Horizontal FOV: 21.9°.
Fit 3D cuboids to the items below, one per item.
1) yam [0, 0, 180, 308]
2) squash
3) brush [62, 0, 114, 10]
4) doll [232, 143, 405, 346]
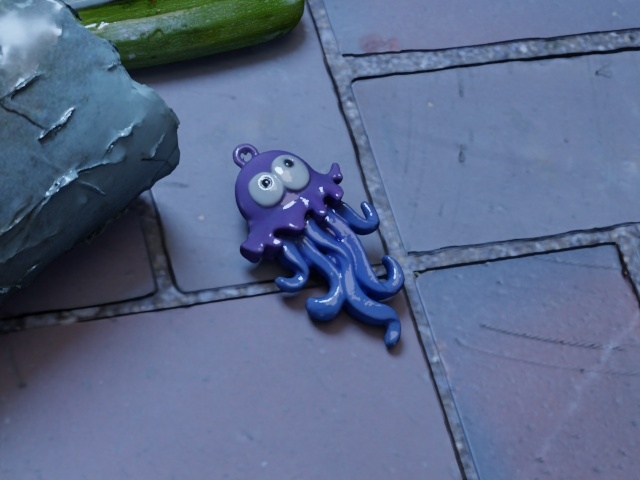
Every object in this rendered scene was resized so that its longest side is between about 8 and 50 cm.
[{"bbox_3d":[-0.297,-0.035,1.201,0.241,0.241,0.348,39,61,11],"label":"yam"},{"bbox_3d":[-0.119,-0.186,1.413,0.229,0.066,0.066,-14,64,-18],"label":"squash"},{"bbox_3d":[-0.169,-0.247,1.447,0.297,0.068,0.060,-10,41,-22],"label":"brush"},{"bbox_3d":[0.000,0.000,1.330,0.110,0.067,0.206,-40,85,-20],"label":"doll"}]
